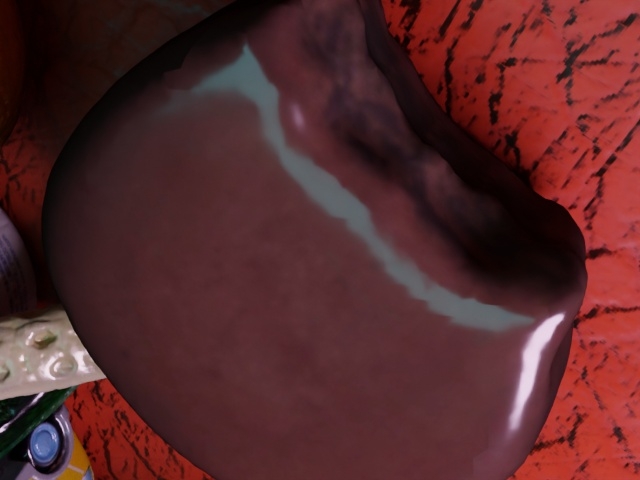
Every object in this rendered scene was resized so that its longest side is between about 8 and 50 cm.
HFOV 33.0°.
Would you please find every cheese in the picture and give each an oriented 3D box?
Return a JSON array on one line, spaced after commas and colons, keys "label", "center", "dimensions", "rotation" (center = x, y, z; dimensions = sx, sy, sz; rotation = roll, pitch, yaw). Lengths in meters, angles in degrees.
[{"label": "cheese", "center": [-0.175, 0.074, 0.801], "dimensions": [0.194, 0.043, 0.065], "rotation": [-9, 105, -10]}]

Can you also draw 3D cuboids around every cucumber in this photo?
[{"label": "cucumber", "center": [-0.249, 0.134, 0.840], "dimensions": [0.284, 0.056, 0.056], "rotation": [-41, 96, -4]}]

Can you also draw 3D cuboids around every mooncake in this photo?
[{"label": "mooncake", "center": [0.000, 0.000, 0.659], "dimensions": [0.325, 0.174, 0.334], "rotation": [18, 119, 13]}]

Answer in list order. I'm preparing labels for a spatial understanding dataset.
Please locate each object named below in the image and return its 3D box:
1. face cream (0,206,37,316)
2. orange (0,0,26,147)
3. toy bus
[{"label": "face cream", "center": [-0.338, 0.036, 0.877], "dimensions": [0.205, 0.111, 0.206], "rotation": [11, 121, 19]}, {"label": "orange", "center": [-0.312, -0.123, 0.726], "dimensions": [0.224, 0.170, 0.224], "rotation": [1, 95, 11]}, {"label": "toy bus", "center": [-0.281, 0.241, 0.908], "dimensions": [0.126, 0.209, 0.136], "rotation": [-5, 125, 28]}]
